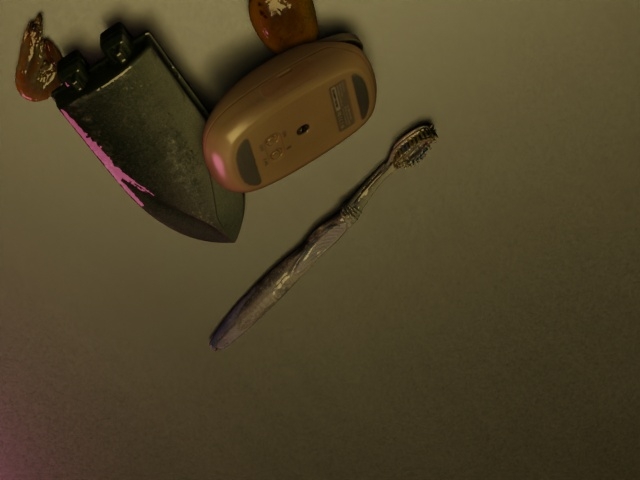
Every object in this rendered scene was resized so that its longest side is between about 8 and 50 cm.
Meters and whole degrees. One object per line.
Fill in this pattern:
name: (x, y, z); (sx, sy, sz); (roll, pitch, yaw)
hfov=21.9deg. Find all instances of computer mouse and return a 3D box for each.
computer mouse: (-0.039, -0.152, 1.975); (0.236, 0.082, 0.145); (-35, 140, -13)

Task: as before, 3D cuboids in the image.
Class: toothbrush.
toothbrush: (0.000, 0.000, 2.102); (0.035, 0.042, 0.413); (39, 107, -20)

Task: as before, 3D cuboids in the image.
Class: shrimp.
shrimp: (-0.332, -0.217, 1.981); (0.059, 0.023, 0.108); (8, 113, -20)

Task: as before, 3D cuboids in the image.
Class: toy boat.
toy boat: (-0.190, -0.112, 2.008); (0.141, 0.092, 0.319); (-31, 120, 7)

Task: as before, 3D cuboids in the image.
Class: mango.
mango: (-0.042, -0.265, 1.970); (0.079, 0.057, 0.114); (-30, 122, 3)
